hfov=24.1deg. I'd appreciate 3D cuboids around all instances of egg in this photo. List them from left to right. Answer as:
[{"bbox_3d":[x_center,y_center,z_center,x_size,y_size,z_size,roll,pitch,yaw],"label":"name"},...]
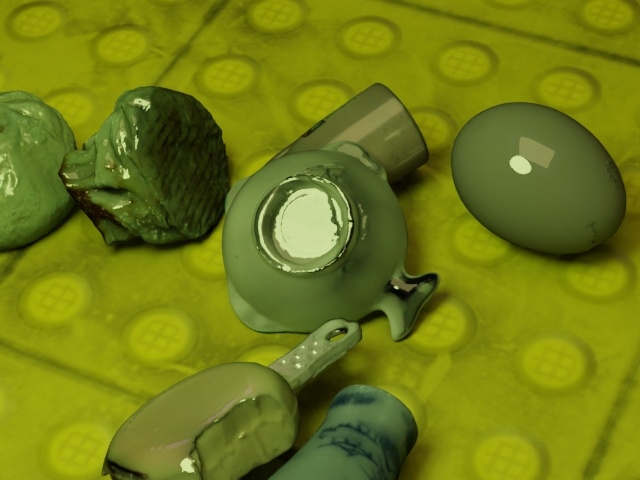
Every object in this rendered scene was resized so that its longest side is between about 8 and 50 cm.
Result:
[{"bbox_3d":[0.227,-0.064,1.571,0.198,0.146,0.146,38,61,25],"label":"egg"}]

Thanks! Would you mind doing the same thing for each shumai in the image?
[{"bbox_3d":[-0.195,-0.075,1.648,0.142,0.184,0.184,-3,44,32],"label":"shumai"}]

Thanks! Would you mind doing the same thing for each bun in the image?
[{"bbox_3d":[-0.361,-0.085,1.667,0.195,0.118,0.195,-1,50,1],"label":"bun"}]

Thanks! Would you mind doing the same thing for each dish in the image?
[{"bbox_3d":[0.000,0.000,1.530,0.246,0.078,0.224,32,82,14],"label":"dish"}]

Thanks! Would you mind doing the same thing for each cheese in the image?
[{"bbox_3d":[-0.071,0.156,1.412,0.286,0.082,0.163,-36,27,-24],"label":"cheese"}]

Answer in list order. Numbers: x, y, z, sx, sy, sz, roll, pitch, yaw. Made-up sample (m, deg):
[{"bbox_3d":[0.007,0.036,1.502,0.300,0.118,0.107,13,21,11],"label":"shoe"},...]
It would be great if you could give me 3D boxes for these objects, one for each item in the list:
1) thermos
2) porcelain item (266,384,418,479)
[{"bbox_3d":[0.005,-0.083,1.652,0.193,0.105,0.137,-35,34,-9],"label":"thermos"},{"bbox_3d":[0.003,0.243,1.326,0.141,0.141,0.259,13,43,17],"label":"porcelain item"}]
